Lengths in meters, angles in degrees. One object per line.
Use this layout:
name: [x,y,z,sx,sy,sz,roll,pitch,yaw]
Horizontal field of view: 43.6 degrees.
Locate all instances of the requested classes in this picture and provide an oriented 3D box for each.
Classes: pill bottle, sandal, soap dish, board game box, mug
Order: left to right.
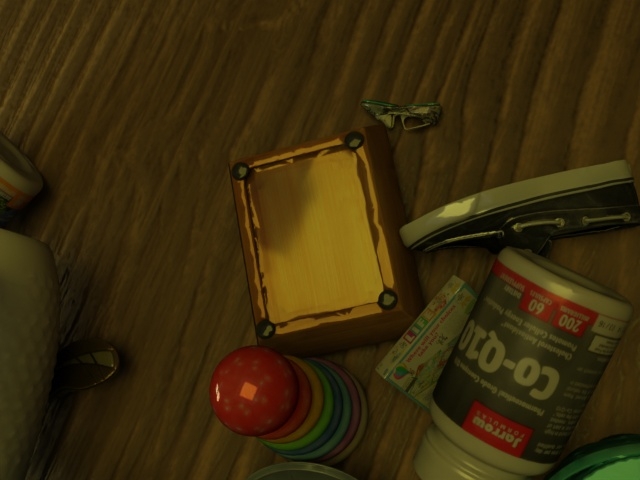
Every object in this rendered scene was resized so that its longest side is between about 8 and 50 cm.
pill bottle: [-0.556,-0.041,1.168,0.272,0.152,0.152,-43,73,2]
mug: [-0.460,0.137,0.983,0.276,0.374,0.328,17,80,-19]
sandal: [-0.351,0.189,1.134,0.180,0.049,0.072,-26,67,22]
soap dish: [0.000,0.000,1.054,0.229,0.118,0.291,-13,78,10]
board game box: [0.154,0.133,1.005,0.154,0.103,0.026,-50,32,-1]
pill bottle: [0.224,0.165,0.924,0.161,0.161,0.283,26,101,16]

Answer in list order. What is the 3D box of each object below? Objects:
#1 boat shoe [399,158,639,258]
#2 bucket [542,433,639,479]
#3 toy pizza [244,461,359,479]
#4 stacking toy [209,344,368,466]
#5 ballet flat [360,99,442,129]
boat shoe: [0.253,-0.017,1.004,0.301,0.108,0.102,-14,82,-5]
bucket: [0.359,0.347,0.870,0.281,0.183,0.281,-3,78,12]
toy pizza: [-0.010,0.345,0.987,0.201,0.032,0.201,5,118,9]
stacking toy: [-0.042,0.181,0.910,0.141,0.330,0.141,-4,71,13]
ballet flat: [0.110,-0.173,1.107,0.114,0.041,0.041,6,80,14]
